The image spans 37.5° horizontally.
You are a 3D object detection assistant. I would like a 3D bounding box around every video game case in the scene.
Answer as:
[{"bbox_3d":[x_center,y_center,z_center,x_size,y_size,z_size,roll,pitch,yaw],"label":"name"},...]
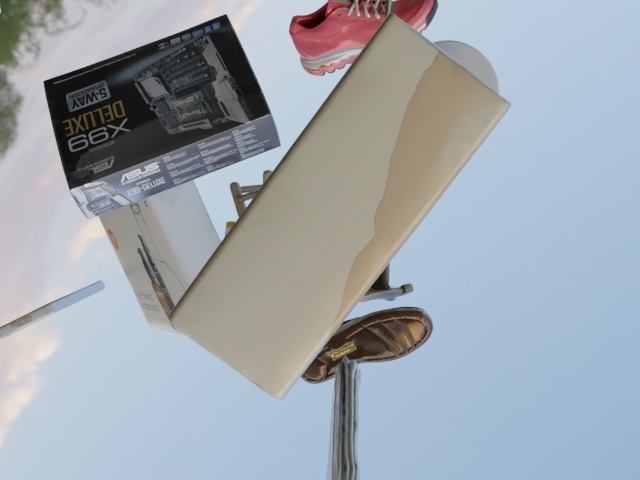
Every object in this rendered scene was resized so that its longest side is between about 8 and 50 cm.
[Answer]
[{"bbox_3d":[-0.602,0.157,2.040,0.206,0.026,0.227,-25,-177,18],"label":"video game case"}]

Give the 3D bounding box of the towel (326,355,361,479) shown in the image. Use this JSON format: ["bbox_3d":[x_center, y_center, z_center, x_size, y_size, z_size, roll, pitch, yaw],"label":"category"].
[{"bbox_3d":[0.025,0.308,1.167,0.285,0.034,0.209,93,1,-46],"label":"towel"}]

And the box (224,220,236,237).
[{"bbox_3d":[-0.159,0.034,1.915,0.081,0.028,0.136,13,-78,25],"label":"box"}]

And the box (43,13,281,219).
[{"bbox_3d":[-0.241,-0.190,1.412,0.307,0.076,0.242,-21,-127,-3],"label":"box"}]

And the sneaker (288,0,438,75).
[{"bbox_3d":[0.076,-0.431,1.867,0.314,0.136,0.116,-16,-139,24],"label":"sneaker"}]

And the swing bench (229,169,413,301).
[{"bbox_3d":[0.000,0.000,1.667,0.165,0.253,0.255,-11,-93,61],"label":"swing bench"}]

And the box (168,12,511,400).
[{"bbox_3d":[0.014,-0.032,0.814,0.311,0.121,0.148,-53,-176,13],"label":"box"}]

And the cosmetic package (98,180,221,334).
[{"bbox_3d":[-0.282,0.029,1.741,0.097,0.284,0.377,-25,-170,-25],"label":"cosmetic package"}]

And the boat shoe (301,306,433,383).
[{"bbox_3d":[0.076,0.166,1.667,0.257,0.095,0.095,-19,-163,16],"label":"boat shoe"}]

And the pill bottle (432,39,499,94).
[{"bbox_3d":[0.114,-0.133,1.022,0.119,0.119,0.208,-55,-178,-12],"label":"pill bottle"}]
